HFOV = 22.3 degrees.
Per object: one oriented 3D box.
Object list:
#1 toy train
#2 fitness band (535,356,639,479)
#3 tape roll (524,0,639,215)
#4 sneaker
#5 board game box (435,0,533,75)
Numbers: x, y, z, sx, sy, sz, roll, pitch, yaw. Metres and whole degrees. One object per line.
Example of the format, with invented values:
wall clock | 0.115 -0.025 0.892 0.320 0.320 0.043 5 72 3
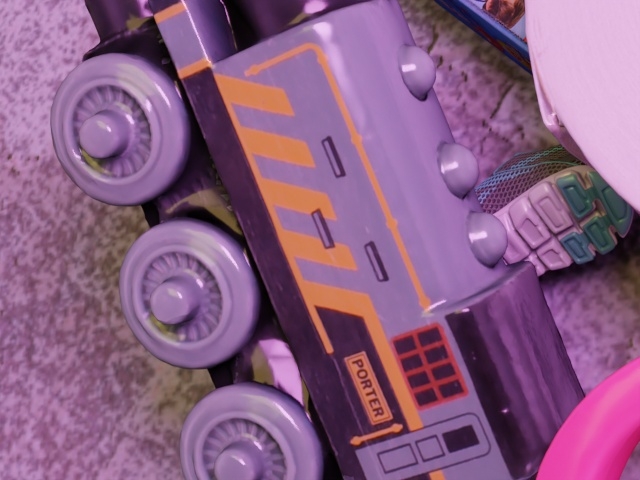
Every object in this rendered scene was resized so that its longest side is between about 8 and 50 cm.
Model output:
toy train | 0.000 0.000 0.818 0.190 0.142 0.334 -21 92 26
fitness band | 0.211 0.172 0.684 0.209 0.054 0.291 -42 66 25
tape roll | 0.275 -0.145 0.705 0.392 0.072 0.392 -15 62 29
sneaker | 0.100 -0.009 0.882 0.166 0.065 0.076 -23 26 32
board game box | 0.201 -0.221 0.893 0.308 0.086 0.302 -48 54 4
